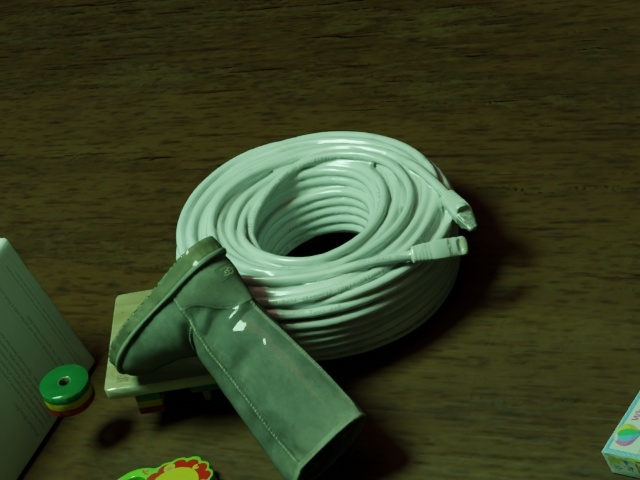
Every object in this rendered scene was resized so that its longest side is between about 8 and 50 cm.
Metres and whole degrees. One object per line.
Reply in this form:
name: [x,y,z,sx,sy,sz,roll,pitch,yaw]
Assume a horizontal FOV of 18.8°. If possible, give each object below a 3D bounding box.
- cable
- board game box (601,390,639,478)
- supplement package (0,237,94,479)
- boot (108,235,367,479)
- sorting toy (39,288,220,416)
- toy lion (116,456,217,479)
cable: [0.000,0.000,1.737,0.257,0.089,0.257,-20,37,-4]
board game box: [0.294,0.119,1.461,0.103,0.026,0.154,9,51,43]
supplement package: [-0.381,0.158,1.785,0.175,0.177,0.293,0,45,37]
boot: [-0.071,0.122,1.629,0.076,0.208,0.189,-33,-13,-44]
sorting toy: [-0.113,0.097,1.764,0.275,0.046,0.132,-10,38,7]
toy lion: [-0.140,0.219,1.662,0.100,0.034,0.096,11,45,45]
